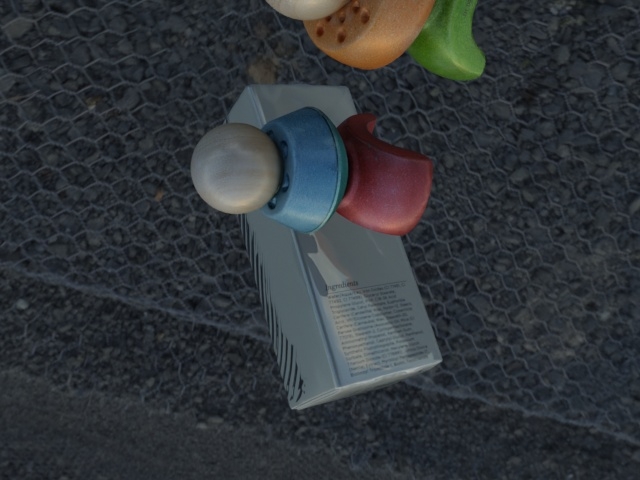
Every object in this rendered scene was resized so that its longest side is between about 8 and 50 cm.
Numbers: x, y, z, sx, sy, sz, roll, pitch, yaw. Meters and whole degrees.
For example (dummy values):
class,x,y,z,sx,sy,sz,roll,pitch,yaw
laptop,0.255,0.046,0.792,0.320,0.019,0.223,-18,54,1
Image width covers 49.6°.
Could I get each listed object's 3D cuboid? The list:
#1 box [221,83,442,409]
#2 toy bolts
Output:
class,x,y,z,sx,sy,sz,roll,pitch,yaw
box,0.000,0.000,0.620,0.113,0.275,0.094,-5,159,-31
toy bolts,-0.011,-0.121,0.469,0.158,0.218,0.228,-3,119,-34
